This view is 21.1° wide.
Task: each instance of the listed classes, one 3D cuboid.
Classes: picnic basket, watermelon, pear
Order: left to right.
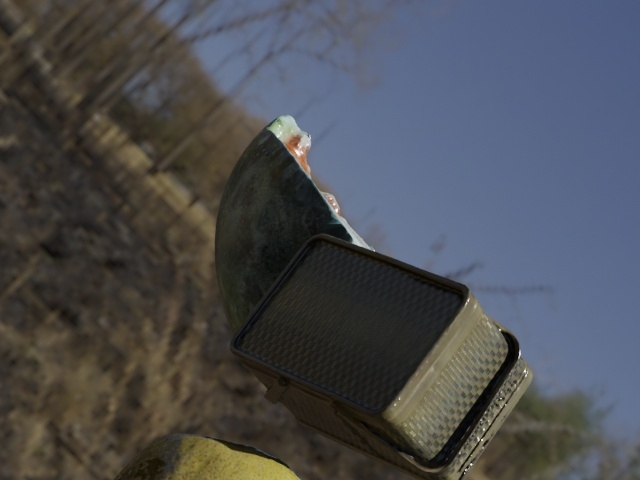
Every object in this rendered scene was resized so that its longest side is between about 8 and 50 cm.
[{"bbox_3d":[-0.122,0.293,1.641,0.188,0.211,0.228,32,-18,-24],"label":"pear"},{"bbox_3d":[0.000,0.000,1.950,0.214,0.320,0.289,11,-13,-21],"label":"watermelon"},{"bbox_3d":[0.059,0.118,1.688,0.267,0.165,0.139,20,-24,47],"label":"picnic basket"}]
